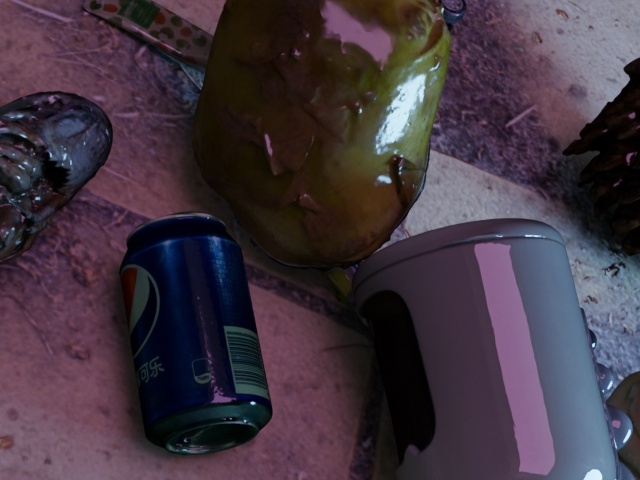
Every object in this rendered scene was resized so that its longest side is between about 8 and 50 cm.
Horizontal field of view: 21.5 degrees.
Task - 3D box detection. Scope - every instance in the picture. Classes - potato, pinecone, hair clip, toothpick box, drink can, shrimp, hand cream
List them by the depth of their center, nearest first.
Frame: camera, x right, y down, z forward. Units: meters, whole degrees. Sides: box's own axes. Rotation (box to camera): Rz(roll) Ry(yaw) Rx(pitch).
[{"bbox_3d":[-0.303,-0.052,1.443,0.137,0.172,0.372,15,34,16],"label":"shrimp"},{"bbox_3d":[-0.114,0.084,1.516,0.118,0.118,0.205,3,62,-29],"label":"drink can"},{"bbox_3d":[0.170,0.153,1.574,0.229,0.229,0.316,-1,70,-31],"label":"toothpick box"},{"bbox_3d":[-0.009,-0.138,1.589,0.246,0.196,0.300,9,75,16],"label":"potato"},{"bbox_3d":[0.000,0.000,1.683,0.188,0.033,0.060,45,51,-1],"label":"hair clip"},{"bbox_3d":[-0.160,-0.215,1.715,0.165,0.037,0.057,30,52,-5],"label":"hand cream"},{"bbox_3d":[0.395,-0.073,1.839,0.224,0.224,0.272,-26,97,-38],"label":"pinecone"}]

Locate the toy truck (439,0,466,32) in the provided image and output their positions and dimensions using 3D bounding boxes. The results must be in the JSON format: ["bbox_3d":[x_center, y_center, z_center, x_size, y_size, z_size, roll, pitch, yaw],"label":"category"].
[{"bbox_3d":[0.055,-0.211,1.790,0.116,0.110,0.216,38,51,8],"label":"toy truck"}]

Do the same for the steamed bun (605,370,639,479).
[{"bbox_3d":[0.368,0.362,1.627,0.428,0.189,0.247,51,22,2],"label":"steamed bun"}]
